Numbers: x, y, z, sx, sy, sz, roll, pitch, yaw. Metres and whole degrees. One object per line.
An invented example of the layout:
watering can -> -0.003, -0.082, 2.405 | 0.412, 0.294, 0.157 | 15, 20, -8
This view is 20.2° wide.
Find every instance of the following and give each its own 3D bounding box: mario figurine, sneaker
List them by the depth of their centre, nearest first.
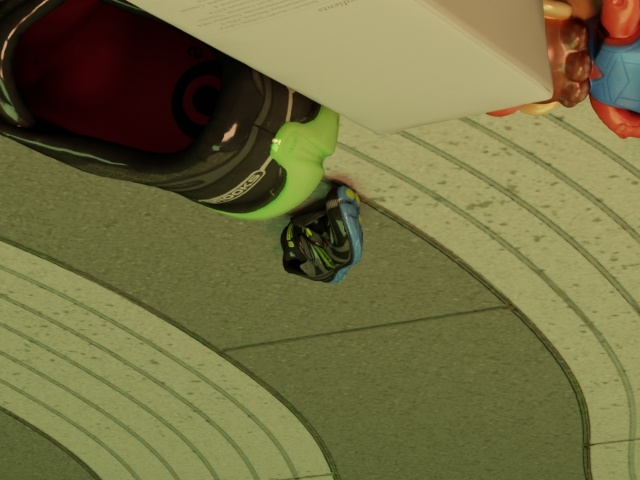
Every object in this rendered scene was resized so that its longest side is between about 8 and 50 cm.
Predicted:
sneaker -> -0.217, -0.161, 1.300 | 0.482, 0.185, 0.202 | 17, 177, 16
mario figurine -> 0.250, -0.170, 1.408 | 0.320, 0.198, 0.170 | 13, -166, 11
sneaker -> 0.000, 0.000, 1.877 | 0.078, 0.067, 0.188 | 2, 159, -12

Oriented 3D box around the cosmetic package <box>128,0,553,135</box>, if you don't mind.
cosmetic package -> 0.001, -0.227, 1.158 | 0.156, 0.217, 0.385 | -11, 159, 28
